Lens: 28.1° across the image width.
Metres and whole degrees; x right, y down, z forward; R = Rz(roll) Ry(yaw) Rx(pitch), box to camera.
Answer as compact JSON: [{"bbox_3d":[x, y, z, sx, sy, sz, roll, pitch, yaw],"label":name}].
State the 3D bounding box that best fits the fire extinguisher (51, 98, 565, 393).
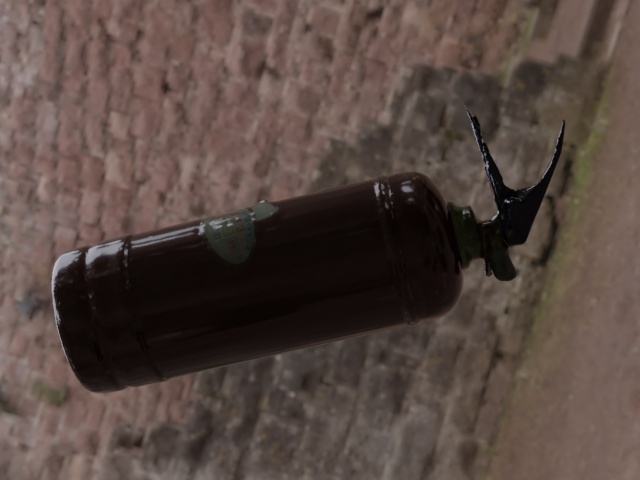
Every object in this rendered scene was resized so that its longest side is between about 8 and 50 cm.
[{"bbox_3d":[0.000,0.000,0.839,0.102,0.344,0.138,23,-127,-82],"label":"fire extinguisher"}]
